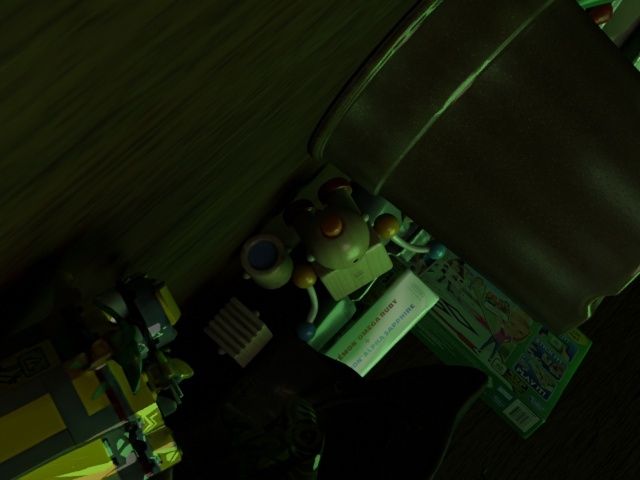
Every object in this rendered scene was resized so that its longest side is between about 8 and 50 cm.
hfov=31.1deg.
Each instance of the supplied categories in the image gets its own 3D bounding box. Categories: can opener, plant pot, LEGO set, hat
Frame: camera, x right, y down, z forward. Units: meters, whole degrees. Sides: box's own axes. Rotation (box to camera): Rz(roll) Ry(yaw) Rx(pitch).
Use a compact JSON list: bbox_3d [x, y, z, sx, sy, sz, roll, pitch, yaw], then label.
[{"bbox_3d":[-0.018,0.035,0.923,0.283,0.076,0.095,-45,143,-9],"label":"can opener"},{"bbox_3d":[0.110,-0.050,0.606,0.167,0.165,0.167,-46,174,-6],"label":"plant pot"},{"bbox_3d":[-0.012,0.120,0.469,0.192,0.255,0.331,-27,163,-15],"label":"LEGO set"},{"bbox_3d":[-0.050,0.124,0.771,0.331,0.134,0.331,-33,-176,3],"label":"hat"}]

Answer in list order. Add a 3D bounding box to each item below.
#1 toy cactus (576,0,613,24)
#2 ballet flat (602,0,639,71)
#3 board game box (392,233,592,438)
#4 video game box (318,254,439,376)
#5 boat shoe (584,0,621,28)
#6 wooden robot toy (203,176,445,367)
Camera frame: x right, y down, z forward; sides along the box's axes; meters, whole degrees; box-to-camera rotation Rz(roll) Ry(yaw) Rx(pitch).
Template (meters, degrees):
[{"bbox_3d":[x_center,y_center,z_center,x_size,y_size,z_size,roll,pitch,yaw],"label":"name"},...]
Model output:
[{"bbox_3d":[0.185,-0.162,0.801,0.180,0.112,0.219,-35,-178,-12],"label":"toy cactus"},{"bbox_3d":[0.244,-0.177,1.081,0.400,0.139,0.139,-51,175,7],"label":"ballet flat"},{"bbox_3d":[0.192,0.081,1.482,0.046,0.317,0.213,-50,174,37],"label":"board game box"},{"bbox_3d":[0.000,0.080,1.041,0.187,0.048,0.205,-48,-162,0],"label":"video game box"},{"bbox_3d":[0.273,-0.246,0.961,0.184,0.063,0.066,-44,175,-14],"label":"boat shoe"},{"bbox_3d":[0.000,0.000,0.667,0.173,0.076,0.079,-32,160,-1],"label":"wooden robot toy"}]
